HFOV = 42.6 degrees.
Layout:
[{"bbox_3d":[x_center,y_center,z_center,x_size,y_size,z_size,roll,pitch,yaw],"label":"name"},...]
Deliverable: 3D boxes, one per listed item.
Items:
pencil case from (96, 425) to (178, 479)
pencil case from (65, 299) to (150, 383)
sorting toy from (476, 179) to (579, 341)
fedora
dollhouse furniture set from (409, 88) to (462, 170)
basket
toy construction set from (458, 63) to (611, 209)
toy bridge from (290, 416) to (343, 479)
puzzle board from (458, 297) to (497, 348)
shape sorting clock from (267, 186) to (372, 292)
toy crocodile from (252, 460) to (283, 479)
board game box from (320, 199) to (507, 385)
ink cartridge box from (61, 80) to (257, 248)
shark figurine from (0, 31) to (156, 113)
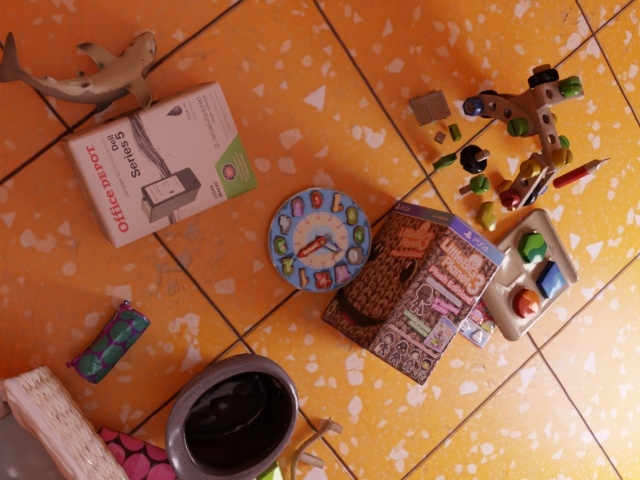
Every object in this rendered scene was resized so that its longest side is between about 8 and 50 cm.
[{"bbox_3d":[-0.331,0.419,1.500,0.209,0.095,0.098,27,53,-22],"label":"pencil case"},{"bbox_3d":[-0.374,0.181,1.454,0.152,0.064,0.070,-51,129,-7],"label":"pencil case"},{"bbox_3d":[0.425,0.039,1.763,0.229,0.041,0.307,-39,111,-16],"label":"sorting toy"},{"bbox_3d":[-0.179,0.325,1.525,0.275,0.124,0.244,-32,111,-23],"label":"fedora"},{"bbox_3d":[0.232,-0.223,1.655,0.076,0.058,0.152,-20,87,-10],"label":"dollhouse furniture set"},{"bbox_3d":[-0.502,0.412,1.280,0.328,0.266,0.331,-36,94,-5],"label":"basket"},{"bbox_3d":[0.452,-0.203,1.603,0.308,0.237,0.258,14,64,-32],"label":"toy construction set"},{"bbox_3d":[-0.021,0.444,1.666,0.063,0.026,0.188,28,88,-23],"label":"toy bridge"},{"bbox_3d":[0.332,0.164,1.770,0.128,0.011,0.096,36,85,-23],"label":"puzzle board"},{"bbox_3d":[0.000,0.000,1.577,0.206,0.040,0.206,-3,101,-13],"label":"shape sorting clock"},{"bbox_3d":[-0.194,0.527,1.527,0.340,0.105,0.115,-35,113,-40],"label":"toy crocodile"},{"bbox_3d":[0.171,0.091,1.571,0.141,0.232,0.291,36,84,-23],"label":"board game box"},{"bbox_3d":[-0.275,-0.133,1.412,0.272,0.114,0.198,-26,108,-16],"label":"ink cartridge box"},{"bbox_3d":[-0.392,-0.251,1.358,0.278,0.116,0.166,-13,70,-28],"label":"shark figurine"}]
